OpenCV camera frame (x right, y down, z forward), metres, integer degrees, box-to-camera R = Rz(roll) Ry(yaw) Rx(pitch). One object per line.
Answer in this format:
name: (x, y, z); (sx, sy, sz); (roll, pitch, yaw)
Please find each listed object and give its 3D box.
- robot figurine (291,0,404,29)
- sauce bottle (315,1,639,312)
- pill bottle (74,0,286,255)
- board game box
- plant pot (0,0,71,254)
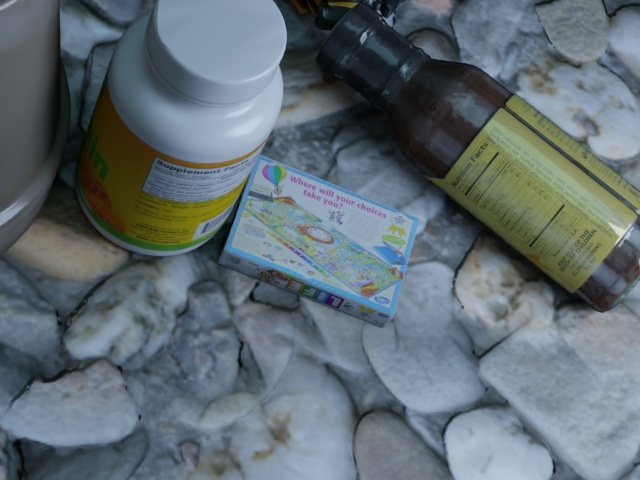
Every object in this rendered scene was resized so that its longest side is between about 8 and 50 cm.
robot figurine: (0.030, -0.323, 1.592); (0.211, 0.085, 0.291); (39, 57, 11)
sauce bottle: (0.150, -0.081, 1.487); (0.344, 0.111, 0.111); (40, 57, 6)
pill bottle: (-0.108, -0.100, 1.327); (0.136, 0.246, 0.136); (8, 60, -15)
board game box: (0.000, 0.000, 1.439); (0.154, 0.026, 0.103); (22, 58, -6)
plant pot: (-0.324, -0.163, 1.255); (0.323, 0.280, 0.323); (11, 58, -17)
